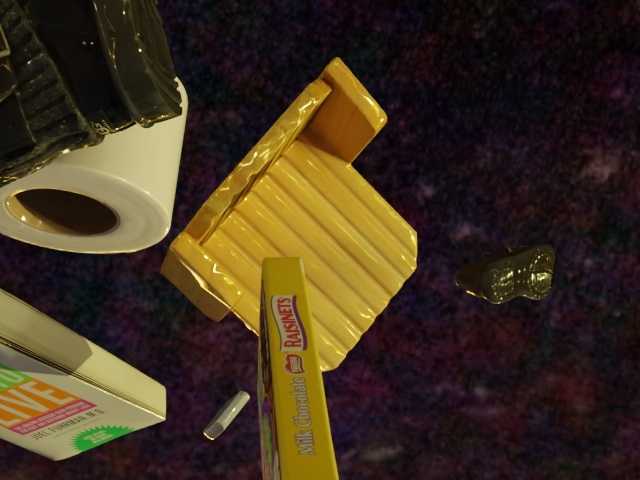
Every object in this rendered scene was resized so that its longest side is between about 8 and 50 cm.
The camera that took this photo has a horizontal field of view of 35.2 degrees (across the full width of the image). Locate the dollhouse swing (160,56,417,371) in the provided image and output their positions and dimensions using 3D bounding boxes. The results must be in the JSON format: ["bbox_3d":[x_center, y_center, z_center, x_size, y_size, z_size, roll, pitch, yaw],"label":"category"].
[{"bbox_3d":[0.000,0.000,1.447,0.305,0.347,0.315,41,164,-2],"label":"dollhouse swing"}]

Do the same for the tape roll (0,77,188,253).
[{"bbox_3d":[-0.285,-0.106,1.177,0.246,0.169,0.246,4,155,2],"label":"tape roll"}]

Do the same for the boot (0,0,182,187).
[{"bbox_3d":[-0.294,-0.216,0.956,0.260,0.347,0.131,-20,157,9],"label":"boot"}]

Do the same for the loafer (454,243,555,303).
[{"bbox_3d":[0.259,0.039,1.407,0.078,0.080,0.220,11,-174,36],"label":"loafer"}]

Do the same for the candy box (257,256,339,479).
[{"bbox_3d":[-0.014,0.103,0.494,0.027,0.206,0.105,-2,119,-5],"label":"candy box"}]

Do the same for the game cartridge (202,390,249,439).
[{"bbox_3d":[-0.111,0.203,1.162,0.017,0.056,0.083,44,155,0],"label":"game cartridge"}]

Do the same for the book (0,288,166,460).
[{"bbox_3d":[-0.176,0.087,0.605,0.096,0.035,0.144,-25,141,23],"label":"book"}]
